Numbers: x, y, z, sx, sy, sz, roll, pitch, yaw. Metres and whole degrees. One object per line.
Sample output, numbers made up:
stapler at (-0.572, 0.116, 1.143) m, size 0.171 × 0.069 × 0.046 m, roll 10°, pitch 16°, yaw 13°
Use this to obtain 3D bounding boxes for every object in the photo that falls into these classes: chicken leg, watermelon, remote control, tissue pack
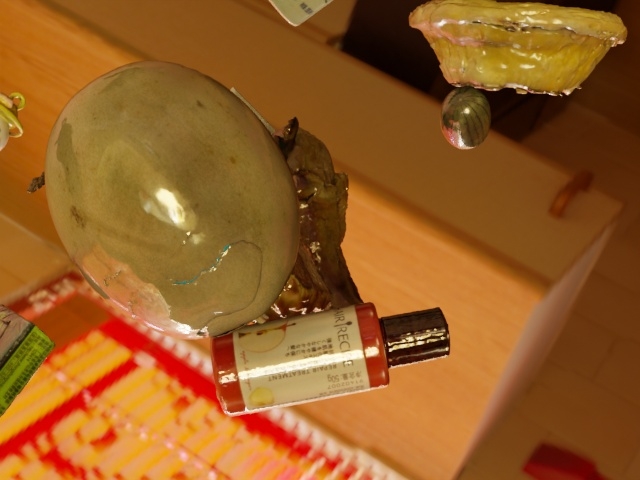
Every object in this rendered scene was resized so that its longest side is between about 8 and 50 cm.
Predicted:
chicken leg at (-0.006, -0.002, 1.699) m, size 0.140 × 0.361 × 0.211 m, roll -20°, pitch -10°, yaw 13°
watermelon at (0.215, -0.180, 1.614) m, size 0.078 × 0.078 × 0.111 m, roll -51°, pitch -28°, yaw -24°
remote control at (-0.148, -0.244, 2.223) m, size 0.061 × 0.162 × 0.029 m, roll -49°, pitch -25°, yaw 13°
tissue pack at (-0.500, 0.211, 1.586) m, size 0.073 × 0.173 × 0.235 m, roll 44°, pitch -105°, yaw -29°

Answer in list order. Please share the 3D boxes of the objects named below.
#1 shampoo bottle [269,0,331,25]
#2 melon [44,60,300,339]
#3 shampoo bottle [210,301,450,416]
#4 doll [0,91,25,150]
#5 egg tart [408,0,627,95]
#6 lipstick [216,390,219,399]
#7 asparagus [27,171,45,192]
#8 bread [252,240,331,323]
shampoo bottle at (0.065, -0.465, 1.576) m, size 0.359 × 0.078 × 0.134 m, roll -33°, pitch -57°, yaw 18°
melon at (-0.159, -0.039, 1.232) m, size 0.268 × 0.330 × 0.268 m, roll -35°, pitch 3°, yaw 2°
shampoo bottle at (0.015, 0.133, 1.287) m, size 0.104 × 0.278 × 0.104 m, roll -11°, pitch -90°, yaw -89°
doll at (-0.390, -0.094, 1.141) m, size 0.207 × 0.129 × 0.081 m, roll -45°, pitch 13°, yaw -31°
egg tart at (0.302, -0.298, 1.704) m, size 0.345 × 0.345 × 0.132 m, roll -14°, pitch -69°, yaw -64°
lipstick at (-0.109, 0.182, 1.416) m, size 0.186 × 0.057 × 0.063 m, roll -95°, pitch 29°, yaw -77°
asparagus at (-0.453, -0.125, 1.861) m, size 0.233 × 0.022 × 0.023 m, roll -68°, pitch 0°, yaw -67°
bread at (-0.080, 0.018, 1.431) m, size 0.096 × 0.222 × 0.181 m, roll -36°, pitch -26°, yaw 11°
